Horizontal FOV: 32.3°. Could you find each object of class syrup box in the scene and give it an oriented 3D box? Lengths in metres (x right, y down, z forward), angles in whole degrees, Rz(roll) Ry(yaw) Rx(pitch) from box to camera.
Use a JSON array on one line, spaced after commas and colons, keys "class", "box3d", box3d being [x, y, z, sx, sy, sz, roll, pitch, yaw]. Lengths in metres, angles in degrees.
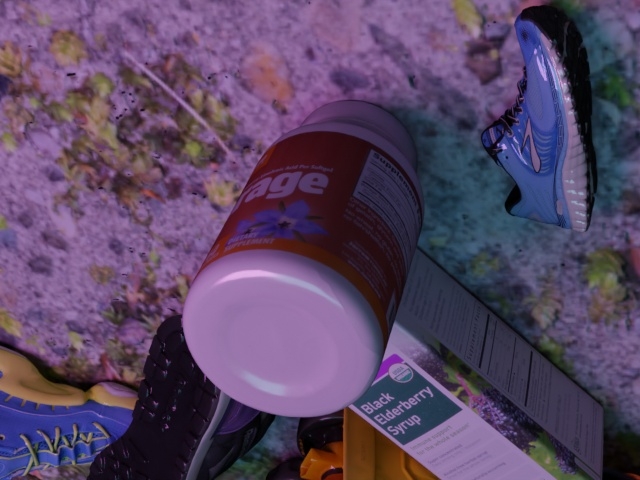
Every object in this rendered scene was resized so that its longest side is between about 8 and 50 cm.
[{"class": "syrup box", "box3d": [0.101, 0.110, 0.841, 0.237, 0.096, 0.093, 39, 127, -15]}]

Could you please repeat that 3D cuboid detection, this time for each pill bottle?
[{"class": "pill bottle", "box3d": [0.000, 0.000, 0.713, 0.121, 0.216, 0.121, 8, 127, 11]}]

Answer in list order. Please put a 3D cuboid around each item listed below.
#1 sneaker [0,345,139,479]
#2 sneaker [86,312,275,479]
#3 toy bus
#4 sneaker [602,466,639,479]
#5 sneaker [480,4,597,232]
[{"class": "sneaker", "box3d": [-0.243, 0.181, 0.979, 0.240, 0.126, 0.091, 18, 129, 4]}, {"class": "sneaker", "box3d": [-0.096, 0.172, 0.919, 0.107, 0.124, 0.283, 50, 128, 28]}, {"class": "toy bus", "box3d": [0.062, 0.250, 0.943, 0.211, 0.149, 0.220, 16, 133, -15]}, {"class": "sneaker", "box3d": [0.301, 0.220, 0.822, 0.180, 0.125, 0.321, 28, 130, -24]}, {"class": "sneaker", "box3d": [0.137, -0.073, 0.716, 0.073, 0.063, 0.162, 1, 126, 20]}]
